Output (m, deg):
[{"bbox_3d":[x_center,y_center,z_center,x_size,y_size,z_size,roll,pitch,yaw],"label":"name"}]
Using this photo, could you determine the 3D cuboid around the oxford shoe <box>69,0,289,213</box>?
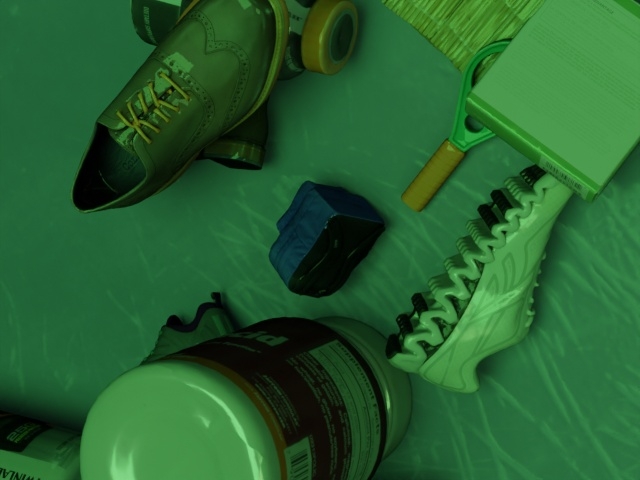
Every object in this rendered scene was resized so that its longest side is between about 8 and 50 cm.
[{"bbox_3d":[-0.157,-0.147,1.825,0.130,0.133,0.363,43,129,4],"label":"oxford shoe"}]

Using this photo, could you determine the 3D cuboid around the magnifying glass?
[{"bbox_3d":[0.165,-0.123,1.835,0.092,0.026,0.231,39,117,2],"label":"magnifying glass"}]

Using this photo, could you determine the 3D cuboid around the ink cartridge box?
[{"bbox_3d":[0.287,-0.182,1.736,0.171,0.056,0.235,37,83,11],"label":"ink cartridge box"}]

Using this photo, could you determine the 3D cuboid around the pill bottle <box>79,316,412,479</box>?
[{"bbox_3d":[-0.062,0.204,1.797,0.224,0.392,0.224,4,99,26],"label":"pill bottle"}]

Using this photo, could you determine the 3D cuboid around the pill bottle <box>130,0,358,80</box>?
[{"bbox_3d":[-0.082,-0.258,1.888,0.246,0.130,0.130,18,105,24],"label":"pill bottle"}]

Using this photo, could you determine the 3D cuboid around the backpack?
[{"bbox_3d":[0.000,0.000,1.906,0.120,0.098,0.101,-60,42,21],"label":"backpack"}]

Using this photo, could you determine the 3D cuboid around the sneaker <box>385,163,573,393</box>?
[{"bbox_3d":[0.195,0.040,1.818,0.118,0.110,0.292,33,106,-9],"label":"sneaker"}]

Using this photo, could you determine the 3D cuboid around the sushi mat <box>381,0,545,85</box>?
[{"bbox_3d":[0.213,-0.327,1.789,0.151,0.019,0.316,46,115,13],"label":"sushi mat"}]

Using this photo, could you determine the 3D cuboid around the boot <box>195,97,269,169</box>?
[{"bbox_3d":[-0.152,-0.151,1.984,0.219,0.082,0.106,11,83,26],"label":"boot"}]

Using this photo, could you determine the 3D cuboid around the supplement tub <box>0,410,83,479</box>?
[{"bbox_3d":[-0.428,0.315,2.105,0.338,0.207,0.207,11,102,25],"label":"supplement tub"}]

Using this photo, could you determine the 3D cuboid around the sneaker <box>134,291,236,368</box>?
[{"bbox_3d":[-0.187,0.153,2.045,0.224,0.083,0.098,-32,62,23],"label":"sneaker"}]
